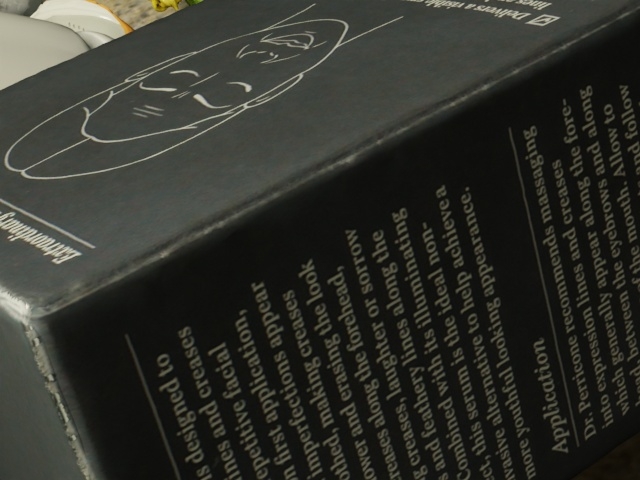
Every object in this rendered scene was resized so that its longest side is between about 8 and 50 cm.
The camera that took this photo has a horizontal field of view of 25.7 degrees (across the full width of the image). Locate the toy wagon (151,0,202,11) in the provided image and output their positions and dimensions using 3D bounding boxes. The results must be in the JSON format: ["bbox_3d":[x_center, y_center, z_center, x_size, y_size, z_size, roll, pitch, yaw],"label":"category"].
[{"bbox_3d":[-0.007,-0.297,1.224,0.344,0.068,0.267,-39,42,-7],"label":"toy wagon"}]

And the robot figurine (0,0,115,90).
[{"bbox_3d":[-0.227,-0.046,0.859,0.199,0.353,0.300,-20,67,51],"label":"robot figurine"}]

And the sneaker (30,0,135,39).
[{"bbox_3d":[-0.258,-0.122,1.196,0.262,0.099,0.121,-8,54,34],"label":"sneaker"}]

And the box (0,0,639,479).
[{"bbox_3d":[0.000,0.000,0.718,0.395,0.212,0.293,-28,27,-25],"label":"box"}]
